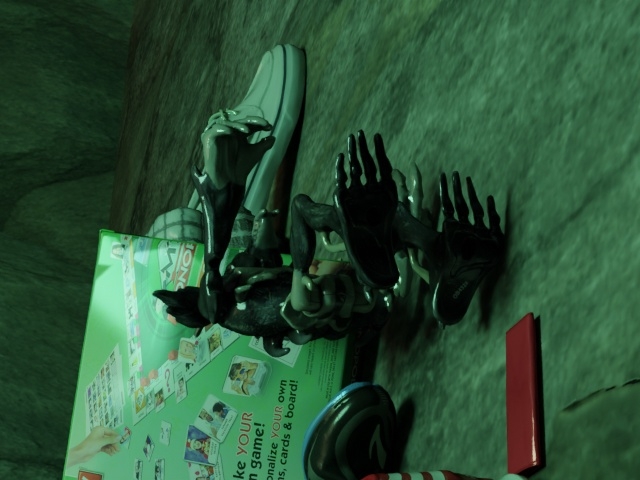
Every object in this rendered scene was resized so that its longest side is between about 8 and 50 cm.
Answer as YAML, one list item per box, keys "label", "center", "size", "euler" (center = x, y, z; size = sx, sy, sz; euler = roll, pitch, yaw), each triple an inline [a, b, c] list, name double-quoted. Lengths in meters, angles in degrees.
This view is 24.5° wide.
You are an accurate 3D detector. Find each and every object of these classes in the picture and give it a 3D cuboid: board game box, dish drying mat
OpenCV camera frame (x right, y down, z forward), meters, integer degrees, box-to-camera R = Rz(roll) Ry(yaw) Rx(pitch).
- label: "board game box"
  center: [-0.085, 0.161, 1.087]
  size: [0.046, 0.213, 0.317]
  euler: [16, -98, -68]
- label: "dish drying mat"
  center: [0.106, 0.082, 0.768]
  size: [0.032, 0.008, 0.083]
  euler: [125, 152, -59]

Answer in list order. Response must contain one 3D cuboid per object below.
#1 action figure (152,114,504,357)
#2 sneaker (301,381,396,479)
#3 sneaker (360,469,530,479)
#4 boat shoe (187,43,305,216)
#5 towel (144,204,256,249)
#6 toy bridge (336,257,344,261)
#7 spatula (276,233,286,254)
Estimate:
- label: "action figure"
  center: [0.000, 0.000, 0.935]
  size: [0.275, 0.164, 0.141]
  euler: [-18, 63, 60]
- label: "sneaker"
  center: [0.022, 0.184, 0.956]
  size: [0.078, 0.067, 0.188]
  euler: [19, 98, 54]
- label: "sneaker"
  center: [0.036, 0.219, 0.712]
  size: [0.087, 0.128, 0.221]
  euler: [139, 138, -69]
- label: "boat shoe"
  center: [-0.075, -0.094, 1.404]
  size: [0.083, 0.075, 0.226]
  euler: [-28, 45, 63]
- label: "towel"
  center: [-0.101, 0.135, 1.329]
  size: [0.284, 0.121, 0.235]
  euler: [111, 154, -56]
- label: "toy bridge"
  center: [-0.046, 0.069, 1.140]
  size: [0.188, 0.026, 0.063]
  euler: [-36, 30, 13]
- label: "spatula"
  center: [-0.071, -0.004, 1.474]
  size: [0.296, 0.030, 0.084]
  euler: [-158, 82, -73]
